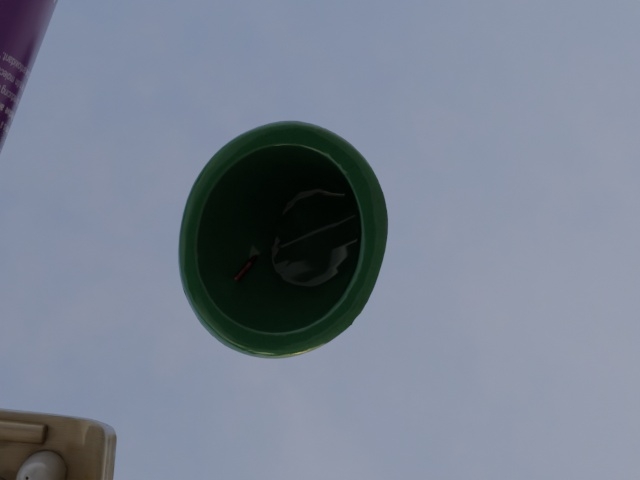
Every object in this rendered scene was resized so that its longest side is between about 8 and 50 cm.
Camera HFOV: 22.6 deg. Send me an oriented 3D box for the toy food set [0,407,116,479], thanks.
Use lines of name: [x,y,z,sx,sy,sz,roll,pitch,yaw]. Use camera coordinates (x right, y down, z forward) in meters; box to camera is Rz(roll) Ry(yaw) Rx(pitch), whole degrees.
toy food set: [-0.313,0.236,1.210,0.306,0.092,0.220,6,-85,2]

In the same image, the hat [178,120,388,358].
hat: [0.000,0.000,1.292,0.183,0.173,0.208,26,-108,-67]

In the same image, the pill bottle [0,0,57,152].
pill bottle: [-0.267,-0.096,0.930,0.181,0.181,0.323,23,-97,-30]
